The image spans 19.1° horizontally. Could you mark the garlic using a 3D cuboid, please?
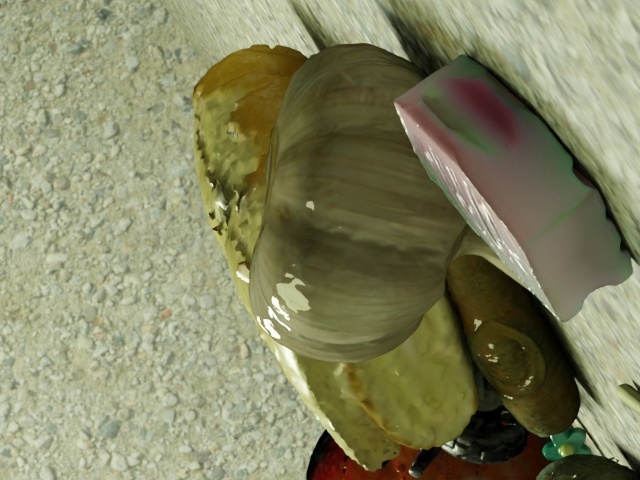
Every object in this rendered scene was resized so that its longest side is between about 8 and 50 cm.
[{"bbox_3d":[0.063,-0.015,1.250,0.212,0.218,0.218,14,-177,-7],"label":"garlic"}]

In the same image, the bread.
[{"bbox_3d":[0.000,0.000,1.620,0.236,0.165,0.375,62,-177,-35],"label":"bread"}]

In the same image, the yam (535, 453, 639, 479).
[{"bbox_3d":[0.237,0.236,1.577,0.107,0.107,0.183,55,180,-12],"label":"yam"}]

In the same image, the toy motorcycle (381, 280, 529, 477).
[{"bbox_3d":[0.083,0.106,1.751,0.307,0.173,0.108,-111,23,-56],"label":"toy motorcycle"}]

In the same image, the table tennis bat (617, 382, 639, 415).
[{"bbox_3d":[0.232,0.126,1.251,0.087,0.013,0.156,55,177,-22],"label":"table tennis bat"}]

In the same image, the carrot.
[{"bbox_3d":[0.131,0.043,1.470,0.070,0.070,0.342,51,174,48],"label":"carrot"}]

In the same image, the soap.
[{"bbox_3d":[0.103,-0.036,1.055,0.149,0.056,0.100,51,173,48],"label":"soap"}]

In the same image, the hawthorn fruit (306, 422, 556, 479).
[{"bbox_3d":[0.129,0.282,1.983,0.316,0.316,0.316,54,177,4],"label":"hawthorn fruit"}]

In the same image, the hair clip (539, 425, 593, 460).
[{"bbox_3d":[0.225,0.186,1.771,0.173,0.049,0.049,56,177,-4],"label":"hair clip"}]
